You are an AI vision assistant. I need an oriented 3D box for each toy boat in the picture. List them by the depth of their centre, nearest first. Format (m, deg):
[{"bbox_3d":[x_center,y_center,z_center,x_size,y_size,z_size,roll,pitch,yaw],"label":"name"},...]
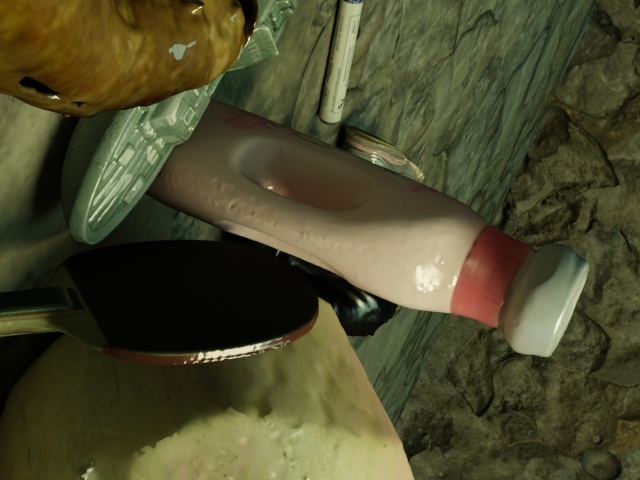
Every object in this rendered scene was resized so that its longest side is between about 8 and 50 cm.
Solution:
[{"bbox_3d":[-0.094,-0.109,0.637,0.260,0.085,0.078,-59,163,-10],"label":"toy boat"}]

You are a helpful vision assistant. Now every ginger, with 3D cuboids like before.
[{"bbox_3d":[-0.137,-0.132,0.454,0.133,0.107,0.309,-50,160,9],"label":"ginger"}]

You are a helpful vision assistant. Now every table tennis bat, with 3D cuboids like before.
[{"bbox_3d":[-0.130,0.039,0.599,0.274,0.154,0.021,-5,118,-28],"label":"table tennis bat"}]

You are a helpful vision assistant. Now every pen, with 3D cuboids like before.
[{"bbox_3d":[0.025,-0.205,0.931,0.025,0.025,0.204,-45,155,-44],"label":"pen"}]

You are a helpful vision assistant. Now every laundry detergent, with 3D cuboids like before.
[{"bbox_3d":[0.028,-0.015,0.695,0.159,0.335,0.088,-24,134,-63],"label":"laundry detergent"}]

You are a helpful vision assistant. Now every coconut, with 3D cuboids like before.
[{"bbox_3d":[-0.097,0.184,0.731,0.353,0.352,0.353,-52,160,-28],"label":"coconut"}]

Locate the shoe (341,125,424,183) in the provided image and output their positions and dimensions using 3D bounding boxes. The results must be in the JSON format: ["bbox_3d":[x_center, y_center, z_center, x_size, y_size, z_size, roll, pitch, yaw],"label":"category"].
[{"bbox_3d":[0.062,-0.068,1.134,0.092,0.089,0.180,-62,160,-2],"label":"shoe"}]

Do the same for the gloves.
[{"bbox_3d":[-0.005,0.002,0.951,0.301,0.152,0.197,65,35,-62],"label":"gloves"}]
